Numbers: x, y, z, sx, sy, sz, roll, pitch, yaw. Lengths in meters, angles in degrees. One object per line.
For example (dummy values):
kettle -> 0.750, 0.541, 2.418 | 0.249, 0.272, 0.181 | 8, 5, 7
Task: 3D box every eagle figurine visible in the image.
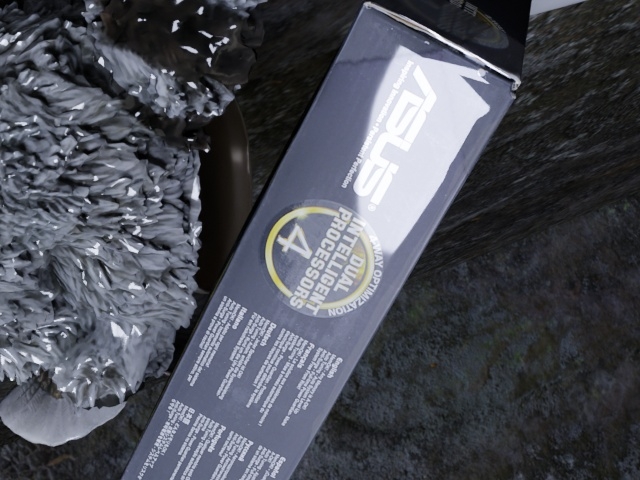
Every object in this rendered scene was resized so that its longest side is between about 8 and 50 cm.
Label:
eagle figurine -> -0.200, 0.053, 1.183 | 0.225, 0.226, 0.298 | -44, 166, -5

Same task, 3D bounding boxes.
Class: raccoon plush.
raccoon plush -> -0.226, -0.069, 0.721 | 0.299, 0.216, 0.446 | -4, 132, -27

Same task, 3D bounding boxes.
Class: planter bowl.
planter bowl -> -0.129, -0.041, 0.995 | 0.109, 0.162, 0.162 | 0, 178, 19

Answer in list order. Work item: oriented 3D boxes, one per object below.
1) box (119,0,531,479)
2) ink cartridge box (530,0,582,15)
box -> 0.000, 0.000, 0.826 | 0.395, 0.097, 0.318 | -62, 180, 25
ink cartridge box -> 0.182, -0.212, 1.070 | 0.275, 0.060, 0.239 | -19, 168, -28
